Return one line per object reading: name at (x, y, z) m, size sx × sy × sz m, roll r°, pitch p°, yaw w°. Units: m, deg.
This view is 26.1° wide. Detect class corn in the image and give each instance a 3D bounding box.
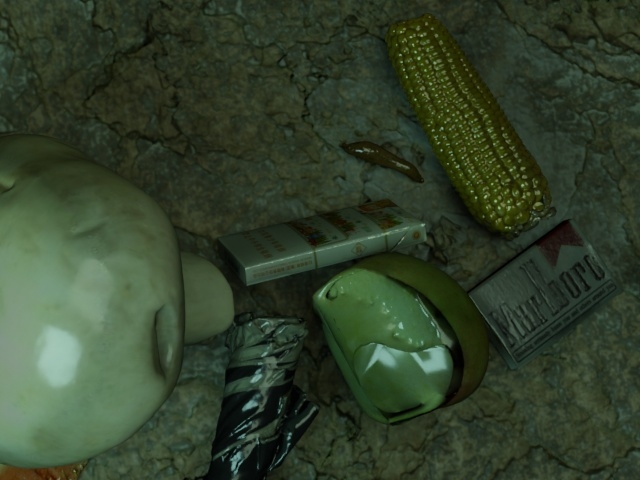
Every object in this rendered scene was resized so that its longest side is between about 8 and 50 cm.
corn at (0.176, -0.140, 1.695) m, size 0.106 × 0.106 × 0.305 m, roll -31°, pitch 86°, yaw -18°

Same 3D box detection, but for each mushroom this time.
mushroom at (-0.272, 0.044, 1.439) m, size 0.353 × 0.353 × 0.325 m, roll -32°, pitch 103°, yaw -18°

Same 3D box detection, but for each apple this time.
apple at (0.094, 0.110, 1.575) m, size 0.174 × 0.207 × 0.188 m, roll -21°, pitch 79°, yaw -24°

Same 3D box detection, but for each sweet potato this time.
sweet potato at (0.081, -0.100, 1.703) m, size 0.115 × 0.026 × 0.026 m, roll 23°, pitch 75°, yaw -9°

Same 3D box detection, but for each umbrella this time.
umbrella at (-0.084, 0.254, 1.557) m, size 0.106 × 0.113 × 0.358 m, roll 15°, pitch 84°, yaw -25°

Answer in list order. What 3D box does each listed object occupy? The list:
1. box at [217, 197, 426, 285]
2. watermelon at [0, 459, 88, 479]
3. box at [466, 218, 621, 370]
box at (0.000, -0.001, 1.616) m, size 0.220 × 0.122 × 0.032 m, roll -14°, pitch 110°, yaw -16°
watermelon at (-0.351, 0.278, 1.508) m, size 0.245 × 0.063 × 0.119 m, roll -49°, pitch 113°, yaw -22°
box at (0.274, 0.067, 1.716) m, size 0.177 × 0.036 × 0.115 m, roll -34°, pitch 90°, yaw -17°
